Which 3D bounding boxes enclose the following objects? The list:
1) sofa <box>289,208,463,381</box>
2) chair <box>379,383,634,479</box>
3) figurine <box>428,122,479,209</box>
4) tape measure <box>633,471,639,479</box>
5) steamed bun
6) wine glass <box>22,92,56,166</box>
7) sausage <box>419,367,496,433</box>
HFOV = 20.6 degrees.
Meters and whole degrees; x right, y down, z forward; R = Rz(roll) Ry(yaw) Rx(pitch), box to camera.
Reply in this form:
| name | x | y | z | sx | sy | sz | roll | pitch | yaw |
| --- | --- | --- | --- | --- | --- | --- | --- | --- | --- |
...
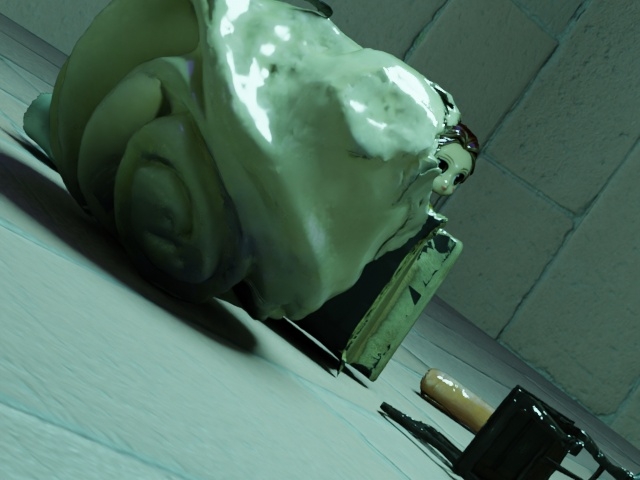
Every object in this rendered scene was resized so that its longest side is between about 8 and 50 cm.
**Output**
| name | x | y | z | sx | sy | sz | roll | pitch | yaw |
| --- | --- | --- | --- | --- | --- | --- | --- | --- | --- |
| sofa | 0.000 | 0.000 | 1.840 | 0.258 | 0.200 | 0.182 | 34 | 5 | 11 |
| chair | 0.168 | 0.187 | 1.670 | 0.106 | 0.113 | 0.229 | 35 | 6 | -43 |
| figurine | 0.118 | -0.039 | 2.543 | 0.187 | 0.315 | 0.168 | 34 | 3 | -15 |
| tape measure | 0.513 | 0.317 | 2.127 | 0.256 | 0.147 | 0.275 | 39 | 47 | 18 |
| steamed bun | -0.087 | -0.062 | 1.547 | 0.394 | 0.237 | 0.346 | 1 | -44 | 37 |
| wine glass | -0.224 | -0.085 | 1.821 | 0.195 | 0.079 | 0.079 | 38 | 4 | 30 |
| sausage | 0.194 | 0.213 | 2.104 | 0.177 | 0.040 | 0.047 | 35 | -3 | -6 |
